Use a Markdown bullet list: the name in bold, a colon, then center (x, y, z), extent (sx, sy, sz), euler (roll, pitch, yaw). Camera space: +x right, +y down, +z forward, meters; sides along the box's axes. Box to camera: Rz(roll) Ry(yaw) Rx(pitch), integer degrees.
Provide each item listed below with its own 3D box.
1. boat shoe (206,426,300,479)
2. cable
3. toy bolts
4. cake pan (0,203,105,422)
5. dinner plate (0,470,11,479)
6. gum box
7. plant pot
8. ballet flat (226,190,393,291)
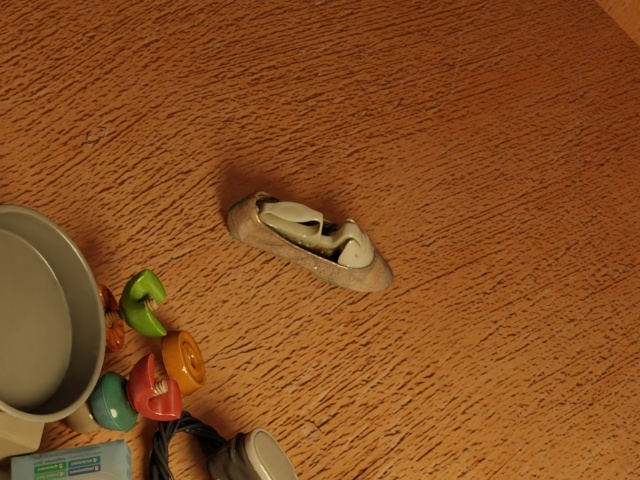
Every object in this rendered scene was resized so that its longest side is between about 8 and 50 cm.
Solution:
- **boat shoe**: center (-0.043, 0.420, 2.025), extent (0.335, 0.095, 0.112), euler (59, 25, -4)
- **cable**: center (-0.174, 0.327, 2.049), extent (0.150, 0.047, 0.184), euler (13, 50, -24)
- **toy bolts**: center (-0.281, 0.193, 2.061), extent (0.228, 0.158, 0.218), euler (-95, 160, -47)
- **cake pan**: center (-0.400, 0.099, 1.887), extent (0.293, 0.054, 0.293), euler (33, 49, -48)
- **dinner plate**: center (-0.412, 0.366, 1.890), extent (0.141, 0.017, 0.141), euler (18, 48, -22)
- **gum box**: center (-0.322, 0.359, 1.855), extent (0.157, 0.041, 0.184), euler (-10, 54, 3)
- **plant pot**: center (-0.429, 0.244, 1.918), extent (0.096, 0.109, 0.109), euler (31, 44, -26)
- **ballet flat**: center (0.000, 0.000, 2.373), extent (0.316, 0.106, 0.107), euler (18, 48, -20)
